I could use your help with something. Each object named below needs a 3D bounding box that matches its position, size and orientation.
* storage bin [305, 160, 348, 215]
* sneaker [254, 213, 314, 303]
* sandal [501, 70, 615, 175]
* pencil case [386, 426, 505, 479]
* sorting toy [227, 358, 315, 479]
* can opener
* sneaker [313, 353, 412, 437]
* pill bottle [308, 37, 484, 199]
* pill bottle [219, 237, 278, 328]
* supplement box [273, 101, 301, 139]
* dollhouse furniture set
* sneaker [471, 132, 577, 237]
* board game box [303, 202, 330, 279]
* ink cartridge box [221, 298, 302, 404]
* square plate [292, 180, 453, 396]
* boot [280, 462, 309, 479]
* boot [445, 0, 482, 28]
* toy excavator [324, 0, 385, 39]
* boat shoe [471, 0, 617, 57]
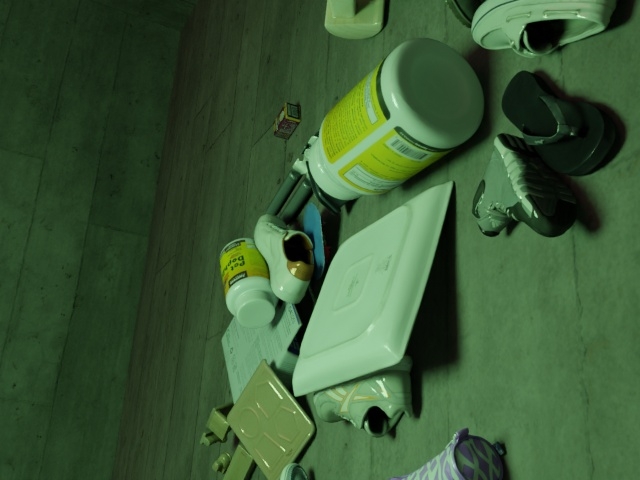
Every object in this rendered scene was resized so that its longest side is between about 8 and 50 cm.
[{"bbox_3d":[0.040,-0.130,1.612,0.091,0.098,0.135,-33,40,19],"label":"storage bin"},{"bbox_3d":[-0.066,0.008,1.710,0.123,0.106,0.290,-60,31,25],"label":"sneaker"},{"bbox_3d":[0.309,-0.164,1.061,0.097,0.055,0.254,-67,25,20],"label":"sandal"},{"bbox_3d":[0.162,0.338,1.067,0.088,0.086,0.206,54,134,16],"label":"pencil case"},{"bbox_3d":[-0.104,0.385,1.626,0.208,0.038,0.193,50,122,32],"label":"sorting toy"},{"bbox_3d":[-0.040,-0.145,1.827,0.280,0.074,0.093,-54,-3,37],"label":"can opener"},{"bbox_3d":[0.067,0.284,1.308,0.262,0.099,0.121,-46,42,51],"label":"sneaker"},{"bbox_3d":[0.114,-0.192,1.343,0.334,0.188,0.187,-32,48,57],"label":"pill bottle"},{"bbox_3d":[-0.159,0.097,1.723,0.117,0.117,0.215,-63,27,27],"label":"pill bottle"},{"bbox_3d":[-0.089,-0.317,2.039,0.083,0.043,0.054,-51,35,45],"label":"supplement box"},{"bbox_3d":[-0.188,0.486,1.838,0.151,0.123,0.144,35,114,27],"label":"dollhouse furniture set"},{"bbox_3d":[0.271,-0.041,1.062,0.228,0.086,0.132,-93,22,-55],"label":"sneaker"},{"bbox_3d":[0.000,0.000,1.672,0.133,0.033,0.168,163,101,-73],"label":"board game box"},{"bbox_3d":[-0.122,0.223,1.788,0.330,0.072,0.324,-60,28,25],"label":"ink cartridge box"},{"bbox_3d":[0.075,0.083,1.332,0.344,0.049,0.347,-34,30,55],"label":"square plate"},{"bbox_3d":[-0.020,0.496,1.427,0.086,0.069,0.189,-45,46,39],"label":"boot"},{"bbox_3d":[0.285,-0.455,1.227,0.209,0.189,0.076,-20,37,31],"label":"boot"},{"bbox_3d":[0.113,-0.570,1.468,0.445,0.433,0.222,-5,71,36],"label":"toy excavator"},{"bbox_3d":[0.310,-0.306,1.101,0.268,0.096,0.088,0,73,57],"label":"boat shoe"}]
